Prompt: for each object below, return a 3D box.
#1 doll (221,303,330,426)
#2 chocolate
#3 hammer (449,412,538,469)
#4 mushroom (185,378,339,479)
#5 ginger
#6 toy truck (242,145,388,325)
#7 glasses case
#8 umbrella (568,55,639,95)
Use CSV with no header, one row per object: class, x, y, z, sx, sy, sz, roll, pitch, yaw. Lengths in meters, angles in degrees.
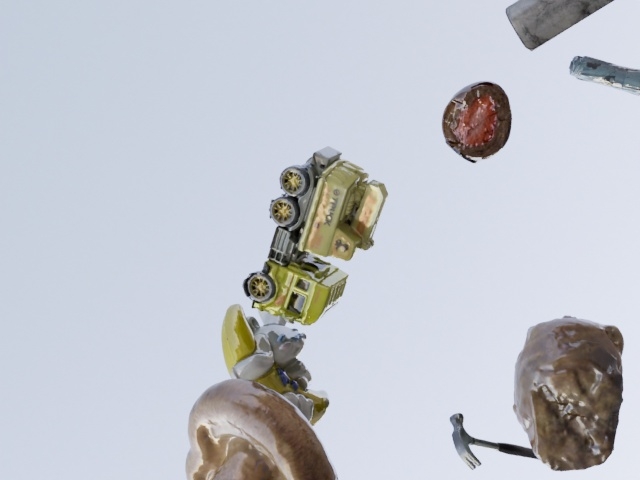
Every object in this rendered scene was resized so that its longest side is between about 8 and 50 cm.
doll,-0.072,0.195,2.102,0.111,0.237,0.252,-39,-9,23
chocolate,0.278,-0.213,2.283,0.124,0.127,0.133,28,-66,-30
hammer,0.349,0.400,2.497,0.246,0.029,0.103,18,-132,-33
mushroom,-0.085,0.324,1.802,0.146,0.278,0.278,-31,-52,-44
ginger,0.468,0.275,2.490,0.223,0.200,0.269,-71,-15,-67
toy truck,0.000,0.000,2.017,0.124,0.157,0.272,-29,-39,-64
glasses case,0.548,-0.529,2.808,0.114,0.299,0.060,58,-156,-2
umbrella,0.619,-0.321,2.604,0.053,0.250,0.052,71,-144,-76
